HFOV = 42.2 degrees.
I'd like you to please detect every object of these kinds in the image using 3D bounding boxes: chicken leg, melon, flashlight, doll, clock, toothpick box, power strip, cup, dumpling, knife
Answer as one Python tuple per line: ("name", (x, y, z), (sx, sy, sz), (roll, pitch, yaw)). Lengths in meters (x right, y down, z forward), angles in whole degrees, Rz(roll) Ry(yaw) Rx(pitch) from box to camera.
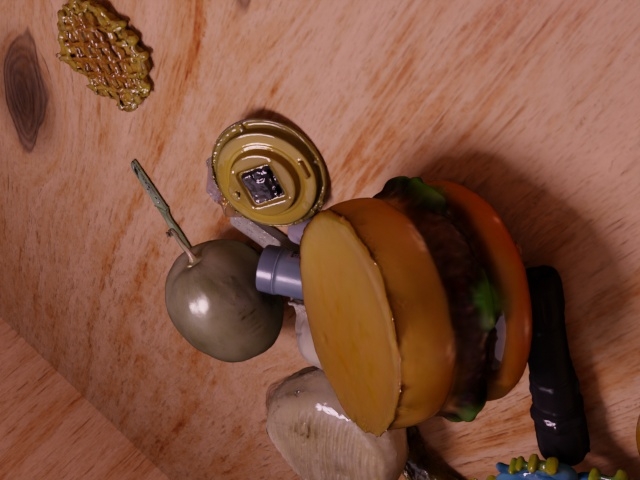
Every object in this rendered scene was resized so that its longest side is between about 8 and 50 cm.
("chicken leg", (0.274, 0.610, 1.955), (0.361, 0.140, 0.211), (48, 127, 14))
("melon", (-0.208, 0.131, 1.842), (0.272, 0.271, 0.308), (19, 169, 34))
("flashlight", (0.396, 0.217, 1.415), (0.103, 0.103, 0.423), (14, 135, 39))
("doll", (0.480, 0.484, 1.512), (0.346, 0.098, 0.341), (28, 151, -22))
("clock", (-0.104, -0.116, 1.556), (0.237, 0.057, 0.236), (9, 126, 13))
("toothpick box", (-0.044, 0.071, 1.689), (0.153, 0.101, 0.101), (13, 139, 11))
("power strip", (-0.102, -0.001, 1.779), (0.253, 0.027, 0.060), (35, 146, 15))
("cup", (0.000, 0.000, 1.628), (0.116, 0.074, 0.104), (16, 135, 42))
("melon", (-0.190, -0.137, 1.673), (0.140, 0.093, 0.202), (29, 138, 37))
("dumpling", (0.012, 0.187, 1.742), (0.258, 0.147, 0.193), (32, 162, 50))
("knife", (-0.380, -0.072, 2.019), (0.043, 0.020, 0.293), (-1, 125, 51))

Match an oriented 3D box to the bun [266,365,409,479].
("bun", (0.054, 0.420, 1.863), (0.362, 0.235, 0.325), (-14, 101, 47))

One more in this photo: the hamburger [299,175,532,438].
("hamburger", (0.157, 0.106, 1.315), (0.396, 0.278, 0.395), (167, 90, -71))

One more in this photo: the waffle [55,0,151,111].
("waffle", (-0.449, -0.388, 1.714), (0.254, 0.052, 0.245), (39, 146, 6))

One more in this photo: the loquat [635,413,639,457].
("loquat", (0.568, 0.295, 1.207), (0.213, 0.213, 0.213), (29, 144, 24))

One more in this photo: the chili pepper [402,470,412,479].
("chili pepper", (0.266, 0.639, 2.074), (0.208, 0.043, 0.049), (39, 160, 11))
